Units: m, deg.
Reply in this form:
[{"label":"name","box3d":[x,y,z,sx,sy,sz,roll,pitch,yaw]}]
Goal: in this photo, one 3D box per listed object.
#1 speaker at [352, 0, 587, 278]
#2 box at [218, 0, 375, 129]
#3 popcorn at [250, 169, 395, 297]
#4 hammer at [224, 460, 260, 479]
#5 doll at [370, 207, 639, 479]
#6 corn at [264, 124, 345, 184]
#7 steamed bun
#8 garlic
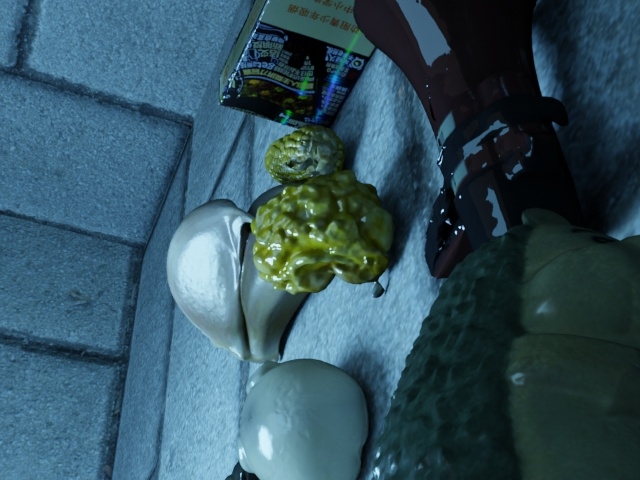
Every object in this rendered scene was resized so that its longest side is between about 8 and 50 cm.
[{"label":"speaker","box3d":[0.124,-0.104,0.841,0.259,0.198,0.330,-35,50,45]},{"label":"box","box3d":[-0.023,-0.320,1.421,0.310,0.198,0.084,126,151,-46]},{"label":"popcorn","box3d":[0.004,-0.017,1.147,0.194,0.140,0.163,-6,58,36]},{"label":"hammer","box3d":[-0.125,0.538,1.292,0.168,0.044,0.440,127,152,-54]},{"label":"doll","box3d":[0.151,0.125,0.505,0.350,0.247,0.247,-82,16,-54]},{"label":"corn","box3d":[-0.034,-0.132,1.469,0.293,0.106,0.106,-176,100,-76]},{"label":"steamed bun","box3d":[-0.035,0.235,1.115,0.228,0.130,0.177,-171,95,-70]},{"label":"garlic","box3d":[-0.118,0.023,1.386,0.340,0.231,0.246,122,159,-57]}]
